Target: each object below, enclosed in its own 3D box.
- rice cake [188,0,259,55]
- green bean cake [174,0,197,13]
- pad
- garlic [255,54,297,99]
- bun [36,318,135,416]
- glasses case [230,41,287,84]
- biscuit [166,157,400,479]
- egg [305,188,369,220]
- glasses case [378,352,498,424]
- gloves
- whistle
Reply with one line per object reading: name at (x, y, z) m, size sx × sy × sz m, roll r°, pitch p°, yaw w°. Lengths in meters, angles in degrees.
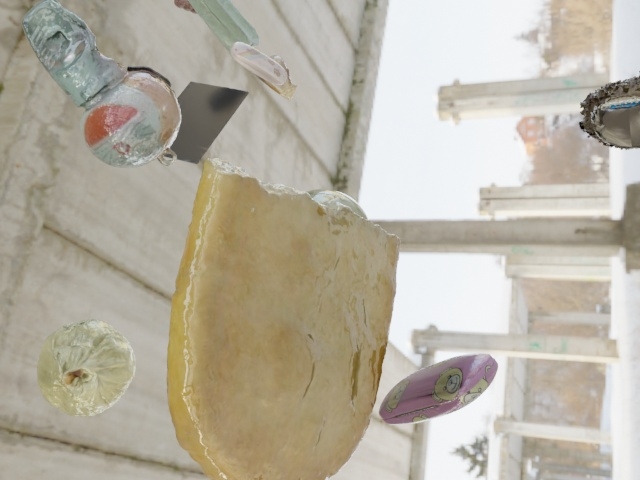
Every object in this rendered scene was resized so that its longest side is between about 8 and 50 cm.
rice cake at (-0.228, -0.506, 1.577) m, size 0.226 × 0.085 × 0.040 m, roll 50°, pitch -133°, yaw -20°
green bean cake at (-0.344, -0.717, 2.051) m, size 0.136 × 0.056 × 0.135 m, roll 13°, pitch -89°, yaw -22°
pad at (-0.351, -0.333, 1.993) m, size 0.005 × 0.202 × 0.299 m, roll 78°, pitch -147°, yaw -50°
garlic at (-0.129, -0.467, 2.064) m, size 0.128 × 0.090 × 0.198 m, roll 52°, pitch 177°, yaw -18°
bun at (-0.533, 0.288, 1.604) m, size 0.134 × 0.221 × 0.220 m, roll 176°, pitch 95°, yaw -85°
glasses case at (-0.082, -0.237, 0.961) m, size 0.083 × 0.021 × 0.032 m, roll 29°, pitch -138°, yaw -19°
biscuit at (-0.033, 0.122, 0.966) m, size 0.429 × 0.104 × 0.446 m, roll 35°, pitch -119°, yaw -49°
egg at (0.000, 0.000, 1.522) m, size 0.269 × 0.219 × 0.219 m, roll -169°, pitch 79°, yaw -80°
glasses case at (0.213, 0.281, 1.345) m, size 0.123 × 0.316 × 0.075 m, roll -38°, pitch -91°, yaw -32°
gloves at (0.598, -0.252, 1.363) m, size 0.135 × 0.210 × 0.312 m, roll 64°, pitch -167°, yaw -7°
whistle at (-0.374, -0.253, 1.236) m, size 0.348 × 0.189 × 0.189 m, roll 49°, pitch -139°, yaw -24°
